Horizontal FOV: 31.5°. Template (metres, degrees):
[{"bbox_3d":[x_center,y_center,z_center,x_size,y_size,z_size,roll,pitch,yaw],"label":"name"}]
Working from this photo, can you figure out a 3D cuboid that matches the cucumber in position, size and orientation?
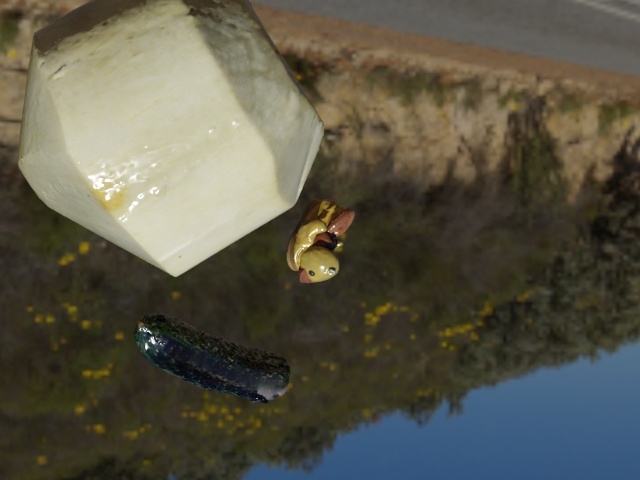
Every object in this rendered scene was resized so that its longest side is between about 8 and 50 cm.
[{"bbox_3d":[-0.128,0.132,1.265,0.067,0.067,0.245,0,163,38],"label":"cucumber"}]

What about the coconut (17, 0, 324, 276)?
[{"bbox_3d":[-0.166,-0.121,1.184,0.323,0.323,0.323,0,179,0],"label":"coconut"}]

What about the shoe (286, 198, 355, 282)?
[{"bbox_3d":[0.000,-0.003,1.433,0.069,0.109,0.072,5,139,27],"label":"shoe"}]
